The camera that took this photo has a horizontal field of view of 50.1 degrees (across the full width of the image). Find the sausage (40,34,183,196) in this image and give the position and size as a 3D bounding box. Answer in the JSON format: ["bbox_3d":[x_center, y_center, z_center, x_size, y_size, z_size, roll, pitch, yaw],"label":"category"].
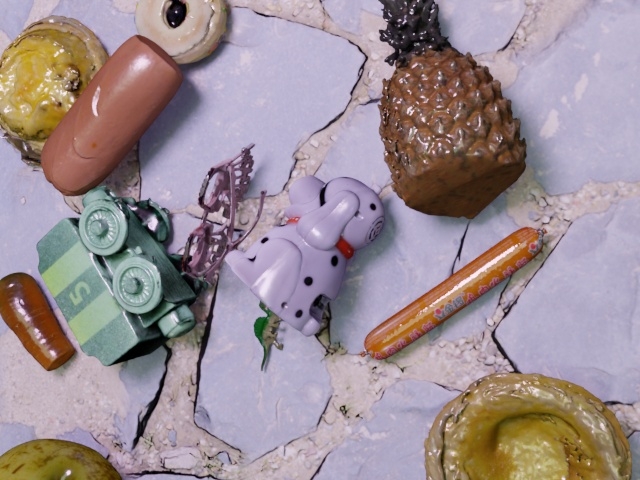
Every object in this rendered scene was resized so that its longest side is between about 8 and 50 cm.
[{"bbox_3d":[-0.361,-0.206,1.165,0.304,0.121,0.121,-45,77,15],"label":"sausage"}]

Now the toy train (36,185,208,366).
[{"bbox_3d":[-0.346,0.060,1.179,0.238,0.167,0.299,-39,77,19],"label":"toy train"}]

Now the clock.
[{"bbox_3d":[-0.004,0.001,1.075,0.189,0.189,0.254,37,88,15],"label":"clock"}]

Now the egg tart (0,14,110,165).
[{"bbox_3d":[-0.520,-0.280,1.270,0.290,0.107,0.291,-1,87,18],"label":"egg tart"}]

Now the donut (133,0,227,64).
[{"bbox_3d":[-0.241,-0.390,1.206,0.174,0.068,0.175,-1,85,17],"label":"donut"}]

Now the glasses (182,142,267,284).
[{"bbox_3d":[-0.143,-0.034,1.121,0.095,0.162,0.255,22,98,5],"label":"glasses"}]

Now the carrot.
[{"bbox_3d":[-0.537,0.151,1.274,0.087,0.087,0.193,-35,78,14],"label":"carrot"}]

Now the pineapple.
[{"bbox_3d":[0.174,-0.224,1.024,0.202,0.202,0.362,-17,69,16],"label":"pineapple"}]

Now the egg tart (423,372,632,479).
[{"bbox_3d":[0.294,0.319,0.990,0.288,0.118,0.288,0,90,16],"label":"egg tart"}]

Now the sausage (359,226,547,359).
[{"bbox_3d":[0.201,0.086,1.059,0.348,0.053,0.053,-37,78,13],"label":"sausage"}]

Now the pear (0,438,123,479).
[{"bbox_3d":[-0.462,0.479,1.156,0.283,0.283,0.284,-1,88,17],"label":"pear"}]

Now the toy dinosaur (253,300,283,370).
[{"bbox_3d":[-0.092,0.162,1.169,0.060,0.029,0.120,15,99,33],"label":"toy dinosaur"}]
